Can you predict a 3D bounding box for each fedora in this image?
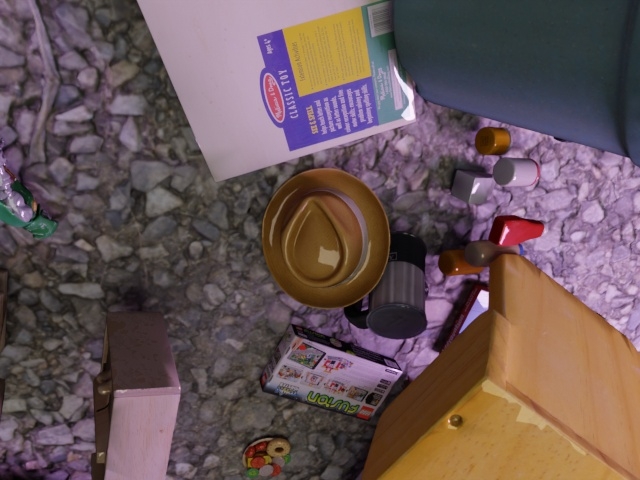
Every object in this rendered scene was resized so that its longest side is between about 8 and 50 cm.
[{"bbox_3d":[0.000,0.000,0.757,0.195,0.079,0.194,1,94,11],"label":"fedora"}]

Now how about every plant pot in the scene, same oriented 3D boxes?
[{"bbox_3d":[0.278,-0.240,0.575,0.341,0.334,0.341,-23,123,-41],"label":"plant pot"}]

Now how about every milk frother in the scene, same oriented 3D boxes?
[{"bbox_3d":[0.120,0.087,0.839,0.143,0.134,0.129,31,134,-23],"label":"milk frother"}]

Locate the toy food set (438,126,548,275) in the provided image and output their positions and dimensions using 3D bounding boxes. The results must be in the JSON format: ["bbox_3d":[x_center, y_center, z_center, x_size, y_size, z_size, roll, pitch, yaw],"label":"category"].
[{"bbox_3d":[0.264,-0.045,0.836,0.105,0.111,0.232,-3,113,-32],"label":"toy food set"}]

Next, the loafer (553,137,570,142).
[{"bbox_3d":[0.424,-0.215,0.818,0.223,0.076,0.078,-31,114,-5],"label":"loafer"}]

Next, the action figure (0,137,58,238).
[{"bbox_3d":[-0.382,-0.088,0.643,0.063,0.137,0.232,-37,128,-10],"label":"action figure"}]

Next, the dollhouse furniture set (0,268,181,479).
[{"bbox_3d":[-0.383,0.226,0.639,0.394,0.362,0.256,3,114,-25],"label":"dollhouse furniture set"}]

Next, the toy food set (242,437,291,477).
[{"bbox_3d":[-0.092,0.372,0.981,0.083,0.020,0.082,-4,116,-14],"label":"toy food set"}]

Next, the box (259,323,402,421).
[{"bbox_3d":[0.018,0.219,0.929,0.207,0.036,0.114,23,107,-24],"label":"box"}]

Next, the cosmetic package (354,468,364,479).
[{"bbox_3d":[0.139,0.500,0.942,0.162,0.230,0.453,23,116,-15],"label":"cosmetic package"}]

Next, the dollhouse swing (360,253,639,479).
[{"bbox_3d":[0.269,0.248,0.764,0.347,0.305,0.315,36,110,-8],"label":"dollhouse swing"}]

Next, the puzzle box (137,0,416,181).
[{"bbox_3d":[-0.053,-0.268,0.606,0.272,0.052,0.408,-17,132,-1],"label":"puzzle box"}]

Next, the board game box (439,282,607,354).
[{"bbox_3d":[0.358,0.169,1.004,0.281,0.027,0.145,14,109,-21],"label":"board game box"}]

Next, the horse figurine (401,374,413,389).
[{"bbox_3d":[0.205,0.356,1.030,0.175,0.066,0.263,-8,119,-5],"label":"horse figurine"}]
